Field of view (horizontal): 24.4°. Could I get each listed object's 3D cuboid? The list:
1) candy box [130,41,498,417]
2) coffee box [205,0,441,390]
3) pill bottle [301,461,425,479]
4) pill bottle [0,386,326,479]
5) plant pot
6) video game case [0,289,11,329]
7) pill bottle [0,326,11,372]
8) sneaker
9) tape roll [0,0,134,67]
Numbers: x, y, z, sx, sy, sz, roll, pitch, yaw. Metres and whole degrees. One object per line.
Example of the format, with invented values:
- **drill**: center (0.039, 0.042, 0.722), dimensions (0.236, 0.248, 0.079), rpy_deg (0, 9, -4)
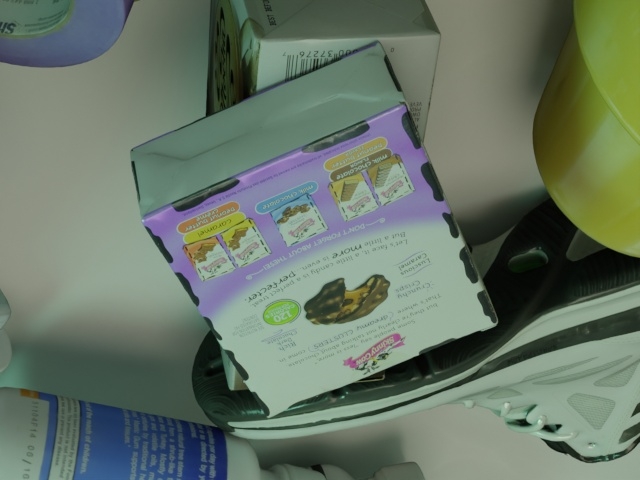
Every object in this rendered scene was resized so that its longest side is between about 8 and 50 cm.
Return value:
- **candy box**: center (0.000, 0.000, 0.909), dimensions (0.165, 0.070, 0.196), rpy_deg (-23, 132, 5)
- **coffee box**: center (-0.011, -0.059, 1.016), dimensions (0.119, 0.168, 0.297), rpy_deg (-4, 132, -12)
- **pill bottle**: center (-0.037, 0.288, 1.314), dimensions (0.278, 0.162, 0.162), rpy_deg (-11, 132, -6)
- **pill bottle**: center (-0.136, 0.212, 1.153), dimensions (0.272, 0.152, 0.152), rpy_deg (13, 126, -15)
- **plant pot**: center (0.265, -0.109, 0.997), dimensions (0.254, 0.254, 0.239), rpy_deg (3, 155, -18)
- **video game case**: center (-0.355, 0.041, 0.935), dimensions (0.329, 0.300, 0.036), rpy_deg (-49, 154, 26)
- **pill bottle**: center (-0.328, 0.123, 1.126), dimensions (0.193, 0.108, 0.108), rpy_deg (-40, 128, 19)
- **sneaker**: center (0.133, 0.121, 1.210), dimensions (0.448, 0.169, 0.257), rpy_deg (-17, 131, -4)
- **tape roll**: center (-0.190, -0.187, 0.853), dimensions (0.189, 0.080, 0.189), rpy_deg (14, 153, 7)
